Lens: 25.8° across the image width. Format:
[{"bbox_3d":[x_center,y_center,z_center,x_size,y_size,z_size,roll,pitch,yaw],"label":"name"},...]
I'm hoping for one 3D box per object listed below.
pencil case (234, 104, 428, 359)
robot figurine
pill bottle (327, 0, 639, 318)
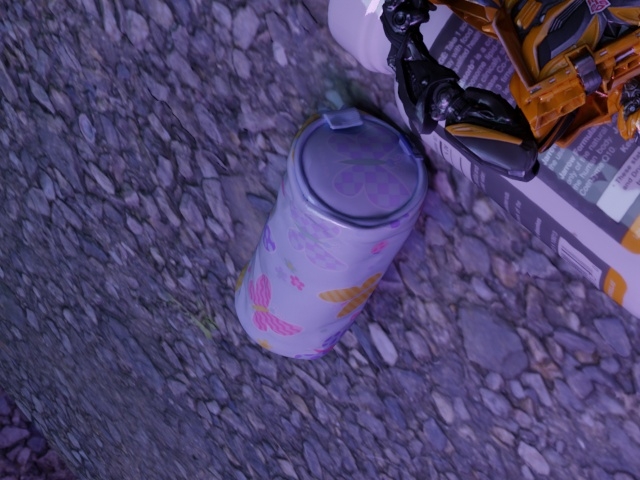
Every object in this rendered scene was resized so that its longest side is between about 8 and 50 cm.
[{"bbox_3d":[0.000,0.000,1.215,0.124,0.113,0.273,56,153,19],"label":"pencil case"},{"bbox_3d":[0.107,-0.175,0.751,0.291,0.211,0.085,63,-176,21],"label":"robot figurine"},{"bbox_3d":[0.146,-0.093,0.849,0.278,0.162,0.162,43,149,21],"label":"pill bottle"}]
